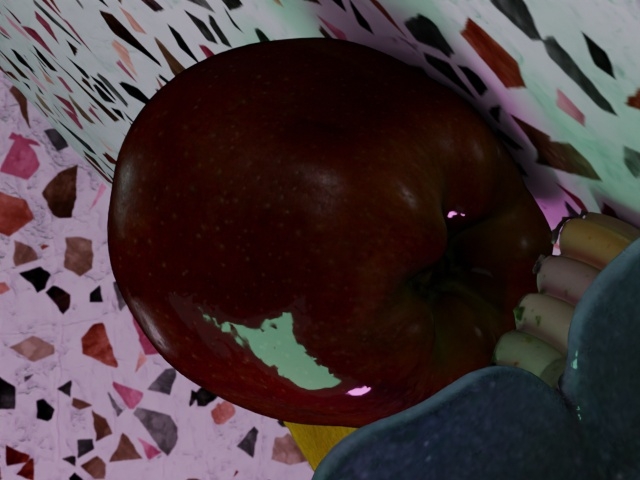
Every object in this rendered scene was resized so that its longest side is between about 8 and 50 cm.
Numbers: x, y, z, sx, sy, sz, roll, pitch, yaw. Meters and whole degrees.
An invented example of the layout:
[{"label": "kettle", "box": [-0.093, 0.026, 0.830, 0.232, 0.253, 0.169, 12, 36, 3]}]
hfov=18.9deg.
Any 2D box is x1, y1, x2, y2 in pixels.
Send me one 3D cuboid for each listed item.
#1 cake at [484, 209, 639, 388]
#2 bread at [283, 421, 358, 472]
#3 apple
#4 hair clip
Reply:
[{"label": "cake", "box": [0.169, 0.095, 1.266, 0.090, 0.225, 0.109, 16, 155, 41]}, {"label": "bread", "box": [0.050, 0.109, 1.696, 0.333, 0.143, 0.323, 58, 160, 26]}, {"label": "apple", "box": [0.000, 0.000, 1.402, 0.317, 0.288, 0.288, 17, 152, 46]}, {"label": "hair clip", "box": [0.228, 0.200, 1.175, 0.238, 0.318, 0.392, 34, 162, 40]}]
